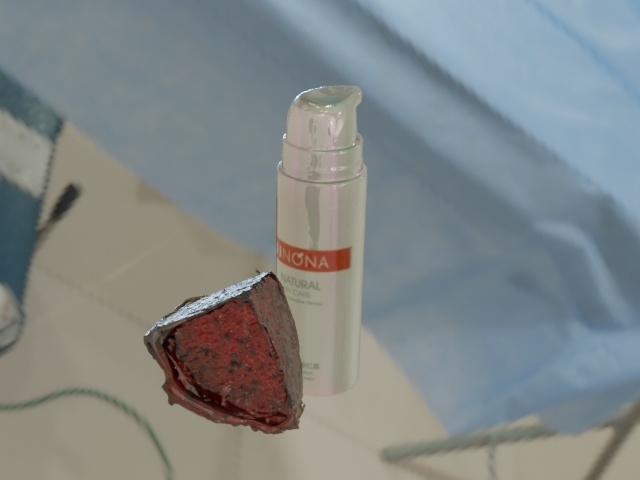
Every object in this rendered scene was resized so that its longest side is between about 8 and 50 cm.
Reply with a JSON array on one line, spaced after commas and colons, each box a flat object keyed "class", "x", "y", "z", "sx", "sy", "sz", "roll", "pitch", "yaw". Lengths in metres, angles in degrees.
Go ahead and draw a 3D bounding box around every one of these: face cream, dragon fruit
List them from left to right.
[{"class": "dragon fruit", "x": -0.082, "y": 0.122, "z": 1.776, "sx": 0.161, "sy": 0.120, "sz": 0.127, "roll": 67, "pitch": 18, "yaw": 2}, {"class": "face cream", "x": 0.000, "y": 0.000, "z": 1.971, "sx": 0.102, "sy": 0.102, "sz": 0.345, "roll": -40, "pitch": 135, "yaw": -56}]
